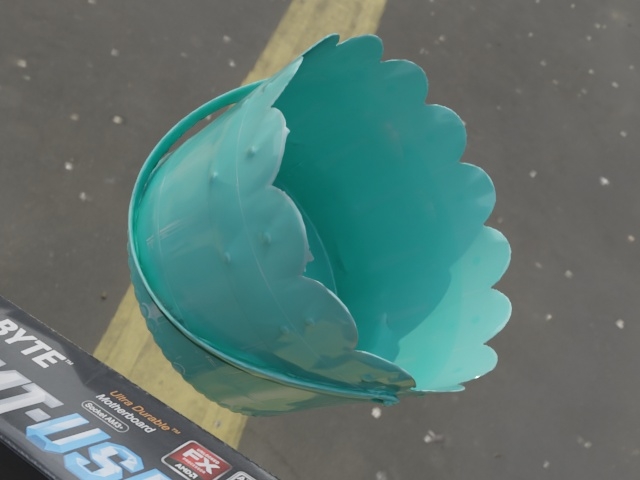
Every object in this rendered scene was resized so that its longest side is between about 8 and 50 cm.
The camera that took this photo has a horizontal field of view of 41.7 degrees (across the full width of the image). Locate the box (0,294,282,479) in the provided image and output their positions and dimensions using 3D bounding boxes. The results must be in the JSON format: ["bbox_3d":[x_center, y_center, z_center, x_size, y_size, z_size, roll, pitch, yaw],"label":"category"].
[{"bbox_3d":[-0.104,0.201,0.372,0.295,0.293,0.073,24,26,27],"label":"box"}]

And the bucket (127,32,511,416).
[{"bbox_3d":[0.000,0.000,0.649,0.281,0.183,0.281,29,50,-40],"label":"bucket"}]
